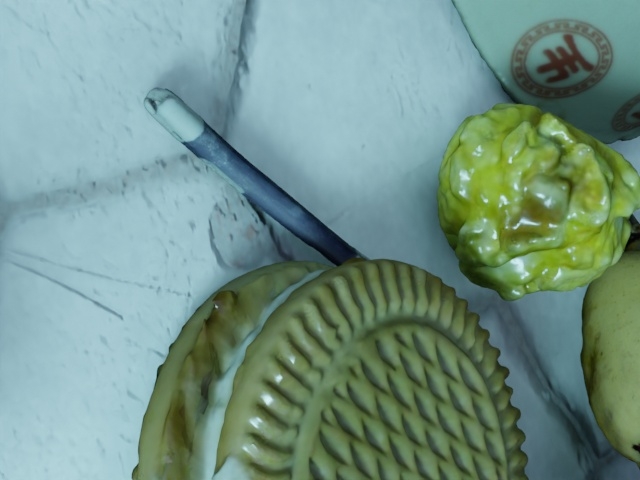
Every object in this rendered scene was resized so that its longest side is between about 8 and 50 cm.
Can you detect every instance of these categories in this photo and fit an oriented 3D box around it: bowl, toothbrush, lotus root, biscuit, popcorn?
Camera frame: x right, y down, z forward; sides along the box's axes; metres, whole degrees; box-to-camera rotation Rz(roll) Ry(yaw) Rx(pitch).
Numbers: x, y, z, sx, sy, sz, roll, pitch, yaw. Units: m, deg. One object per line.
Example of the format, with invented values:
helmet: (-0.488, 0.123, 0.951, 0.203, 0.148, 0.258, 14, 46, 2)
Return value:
bowl: (0.224, -0.237, 1.224, 0.337, 0.157, 0.337, 9, 77, -47)
toothbrush: (0.000, 0.000, 1.042, 0.288, 0.024, 0.026, 40, 71, -39)
lotus root: (0.227, 0.066, 1.220, 0.125, 0.118, 0.221, 62, 23, -44)
biscuit: (0.013, 0.127, 0.995, 0.259, 0.079, 0.259, 7, 81, -49)
popcorn: (0.123, -0.020, 1.116, 0.121, 0.116, 0.106, 46, 71, -35)
